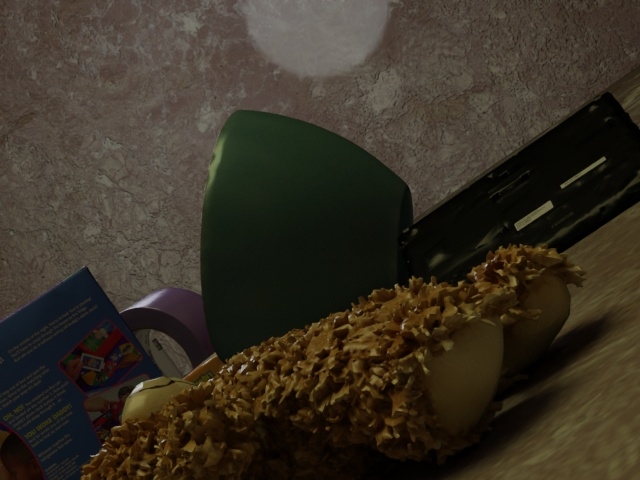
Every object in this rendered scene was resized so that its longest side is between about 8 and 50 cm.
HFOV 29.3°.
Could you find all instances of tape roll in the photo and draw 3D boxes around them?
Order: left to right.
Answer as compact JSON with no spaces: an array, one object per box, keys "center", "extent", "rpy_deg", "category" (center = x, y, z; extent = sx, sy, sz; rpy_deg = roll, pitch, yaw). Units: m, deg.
[{"center":[-0.209,0.167,1.710],"extent":[0.189,0.189,0.080],"rpy_deg":[-35,0,33],"category":"tape roll"}]

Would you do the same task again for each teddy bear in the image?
[{"center":[-0.011,0.088,0.676],"extent":[0.245,0.113,0.338],"rpy_deg":[-33,-1,-39],"category":"teddy bear"}]

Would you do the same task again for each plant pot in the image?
[{"center":[0.000,0.000,1.376],"extent":[0.195,0.290,0.290],"rpy_deg":[2,9,11],"category":"plant pot"}]

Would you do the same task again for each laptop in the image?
[{"center":[0.203,-0.009,1.101],"extent":[0.234,0.136,0.264],"rpy_deg":[-36,26,13],"category":"laptop"}]

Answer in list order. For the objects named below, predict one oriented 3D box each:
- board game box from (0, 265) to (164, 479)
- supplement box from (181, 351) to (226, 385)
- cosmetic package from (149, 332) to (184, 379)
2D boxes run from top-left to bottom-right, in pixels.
[{"center":[-0.306,0.215,1.178],"extent":[0.347,0.233,0.078],"rpy_deg":[-35,1,-32],"category":"board game box"},{"center":[-0.089,0.153,1.517],"extent":[0.078,0.080,0.233],"rpy_deg":[-37,2,21],"category":"supplement box"},{"center":[-0.394,0.319,1.908],"extent":[0.385,0.156,0.217],"rpy_deg":[-34,1,8],"category":"cosmetic package"}]
